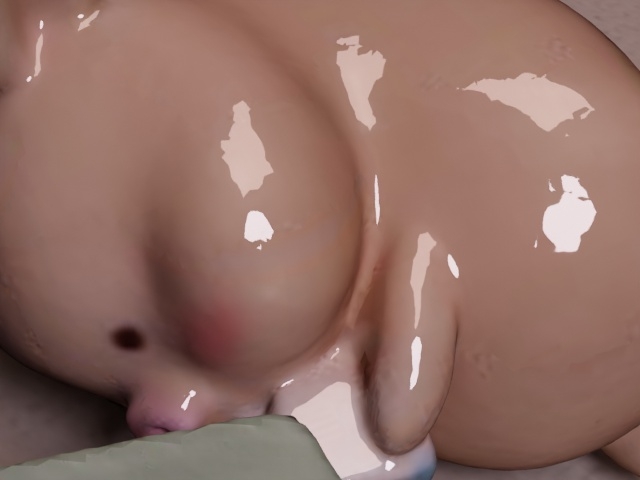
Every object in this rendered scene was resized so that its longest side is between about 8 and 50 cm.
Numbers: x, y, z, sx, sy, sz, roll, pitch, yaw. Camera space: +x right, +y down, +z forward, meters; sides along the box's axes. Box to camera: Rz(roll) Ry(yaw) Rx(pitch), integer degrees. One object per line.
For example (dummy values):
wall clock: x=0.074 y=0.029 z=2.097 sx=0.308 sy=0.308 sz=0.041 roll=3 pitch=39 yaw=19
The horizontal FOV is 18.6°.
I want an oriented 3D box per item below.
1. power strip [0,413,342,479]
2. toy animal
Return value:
power strip: x=-0.045 y=0.132 z=0.471 sx=0.139 sy=0.224 sz=0.140 roll=-9 pitch=40 yaw=-24
toy animal: x=-0.003 y=0.002 z=0.705 sx=0.256 sy=0.195 sz=0.213 roll=-7 pitch=65 yaw=-20
